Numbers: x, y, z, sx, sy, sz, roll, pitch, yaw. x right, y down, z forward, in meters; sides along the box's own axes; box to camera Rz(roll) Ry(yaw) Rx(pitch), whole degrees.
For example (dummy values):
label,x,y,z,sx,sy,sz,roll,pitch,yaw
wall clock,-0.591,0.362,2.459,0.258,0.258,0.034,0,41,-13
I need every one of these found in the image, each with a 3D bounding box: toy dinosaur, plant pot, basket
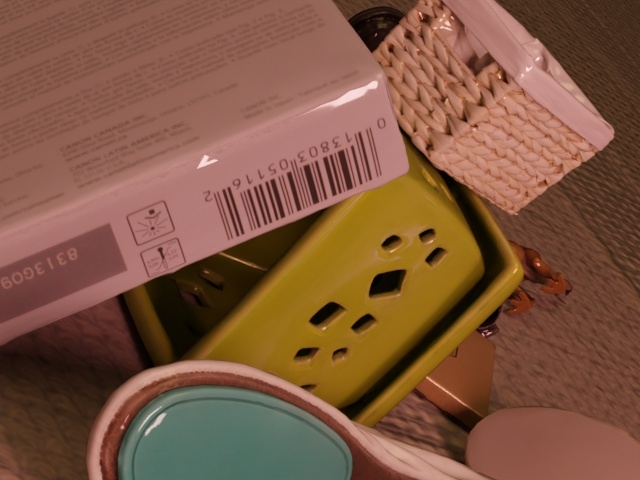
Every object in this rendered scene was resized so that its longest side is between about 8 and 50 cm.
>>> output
label,x,y,z,sx,sy,sz,roll,pitch,yaw
toy dinosaur,0.207,0.027,1.832,0.211,0.064,0.112,26,23,-30
plant pot,0.000,0.000,1.347,0.207,0.227,0.228,30,21,-39
basket,0.119,-0.103,1.325,0.113,0.103,0.167,56,14,30

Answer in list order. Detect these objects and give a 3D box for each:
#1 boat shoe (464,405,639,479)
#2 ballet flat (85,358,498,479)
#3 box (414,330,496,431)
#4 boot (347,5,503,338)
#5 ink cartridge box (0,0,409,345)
label,x,y,z,sx,sy,sz,roll,pitch,yaw
boat shoe,0.254,0.259,1.398,0.340,0.158,0.127,28,53,35
ballet flat,-0.016,0.155,1.160,0.400,0.139,0.139,24,25,-43
box,0.063,0.066,1.578,0.201,0.021,0.164,36,21,-5
boot,0.104,-0.064,1.685,0.229,0.091,0.263,-119,-173,-50
ink cartridge box,-0.156,-0.121,1.248,0.385,0.308,0.091,-122,-169,-48
